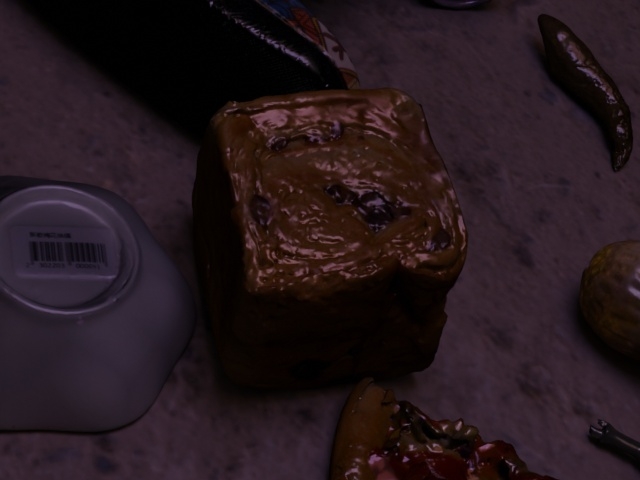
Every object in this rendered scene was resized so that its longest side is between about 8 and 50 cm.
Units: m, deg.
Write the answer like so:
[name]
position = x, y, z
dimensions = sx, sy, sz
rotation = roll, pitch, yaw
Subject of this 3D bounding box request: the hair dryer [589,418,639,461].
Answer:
[hair dryer]
position = 0.271, 0.163, 0.816
dimensions = 0.197, 0.057, 0.100
rotation = 27, 46, 5

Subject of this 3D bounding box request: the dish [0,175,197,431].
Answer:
[dish]
position = -0.159, 0.020, 0.725
dimensions = 0.190, 0.066, 0.191
rotation = 12, 51, -15

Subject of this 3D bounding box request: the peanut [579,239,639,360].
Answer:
[peanut]
position = 0.275, 0.068, 0.848
dimensions = 0.206, 0.087, 0.087
rotation = 32, 47, 18

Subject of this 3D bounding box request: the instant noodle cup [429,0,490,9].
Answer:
[instant noodle cup]
position = 0.114, -0.278, 1.052
dimensions = 0.127, 0.127, 0.136
rotation = -1, 63, -24

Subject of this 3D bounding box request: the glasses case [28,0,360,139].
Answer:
[glasses case]
position = -0.110, -0.163, 0.851
dimensions = 0.321, 0.122, 0.082
rotation = 38, 49, 8

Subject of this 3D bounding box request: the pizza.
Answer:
[pizza]
position = 0.098, 0.164, 0.732
dimensions = 0.193, 0.053, 0.201
rotation = -3, 55, -25

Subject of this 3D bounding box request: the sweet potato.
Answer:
[sweet potato]
position = 0.226, -0.129, 1.030
dimensions = 0.041, 0.038, 0.153
rotation = -23, 73, -11

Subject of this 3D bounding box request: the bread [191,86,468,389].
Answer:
[bread]
position = 0.000, 0.000, 0.761
dimensions = 0.149, 0.143, 0.158
rotation = -2, 55, -17
